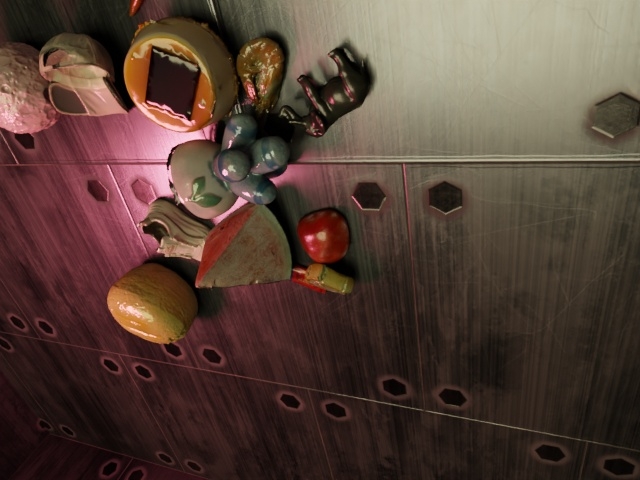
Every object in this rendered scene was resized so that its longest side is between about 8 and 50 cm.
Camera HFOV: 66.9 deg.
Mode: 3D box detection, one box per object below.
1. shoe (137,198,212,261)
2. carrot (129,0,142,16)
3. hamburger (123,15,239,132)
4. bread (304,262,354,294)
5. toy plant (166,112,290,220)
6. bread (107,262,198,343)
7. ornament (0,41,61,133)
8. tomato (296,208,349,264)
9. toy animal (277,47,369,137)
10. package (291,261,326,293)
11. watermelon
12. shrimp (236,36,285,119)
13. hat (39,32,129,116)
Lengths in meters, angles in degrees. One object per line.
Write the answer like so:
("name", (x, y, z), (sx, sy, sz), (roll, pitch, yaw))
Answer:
("shoe", (-0.467, 0.004, 1.602), (0.316, 0.159, 0.124), (37, 130, -1))
("carrot", (-0.435, -0.632, 1.193), (0.048, 0.048, 0.216), (45, 134, -12))
("hamburger", (-0.348, -0.417, 1.222), (0.293, 0.179, 0.276), (21, 132, -2))
("bread", (0.029, 0.122, 1.488), (0.156, 0.064, 0.117), (22, 170, -11))
("toy plant", (-0.218, -0.198, 1.293), (0.331, 0.247, 0.247), (-13, 118, 30))
("bread", (-0.625, 0.245, 1.797), (0.320, 0.237, 0.321), (15, 129, 19))
("ornament", (-0.886, -0.442, 1.414), (0.259, 0.225, 0.260), (12, 129, 15))
("tomato", (0.008, 0.004, 1.435), (0.166, 0.082, 0.174), (-13, 116, 30))
("toy animal", (0.006, -0.341, 1.157), (0.244, 0.115, 0.146), (-26, 110, 36))
("package", (-0.068, 0.113, 1.590), (0.200, 0.022, 0.083), (21, 130, 7))
("watermelon", (-0.262, 0.010, 1.469), (0.282, 0.292, 0.251), (0, 92, 28))
("shrimp", (-0.153, -0.404, 1.214), (0.115, 0.051, 0.217), (9, 135, -4))
("hat", (-0.646, -0.451, 1.360), (0.231, 0.161, 0.275), (4, 150, 20))
